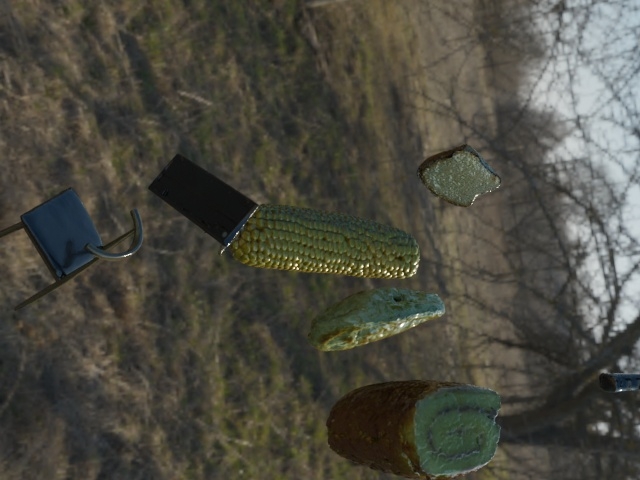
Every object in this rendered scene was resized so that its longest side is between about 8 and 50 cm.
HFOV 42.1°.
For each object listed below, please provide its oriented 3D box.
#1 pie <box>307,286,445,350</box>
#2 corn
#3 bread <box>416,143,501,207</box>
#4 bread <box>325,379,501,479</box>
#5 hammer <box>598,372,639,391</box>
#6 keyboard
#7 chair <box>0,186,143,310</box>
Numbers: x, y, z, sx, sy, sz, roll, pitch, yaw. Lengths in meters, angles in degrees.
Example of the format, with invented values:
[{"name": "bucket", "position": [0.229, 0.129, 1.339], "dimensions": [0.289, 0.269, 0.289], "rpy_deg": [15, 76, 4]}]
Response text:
[{"name": "pie", "position": [0.090, 0.134, 1.471], "dimensions": [0.248, 0.201, 0.090], "rpy_deg": [-9, 78, -34]}, {"name": "corn", "position": [0.000, 0.000, 1.255], "dimensions": [0.101, 0.310, 0.102], "rpy_deg": [-176, -90, -73]}, {"name": "bread", "position": [0.249, -0.119, 1.477], "dimensions": [0.129, 0.126, 0.044], "rpy_deg": [39, 48, -24]}, {"name": "bread", "position": [0.102, 0.207, 0.920], "dimensions": [0.172, 0.132, 0.103], "rpy_deg": [-13, -99, 59]}, {"name": "hammer", "position": [0.595, 0.225, 1.329], "dimensions": [0.111, 0.287, 0.033], "rpy_deg": [-46, 134, -85]}, {"name": "keyboard", "position": [-0.147, -0.053, 1.012], "dimensions": [0.198, 0.064, 0.010], "rpy_deg": [33, -9, 46]}, {"name": "chair", "position": [-0.506, -0.004, 1.648], "dimensions": [0.166, 0.272, 0.188], "rpy_deg": [63, 26, -13]}]
